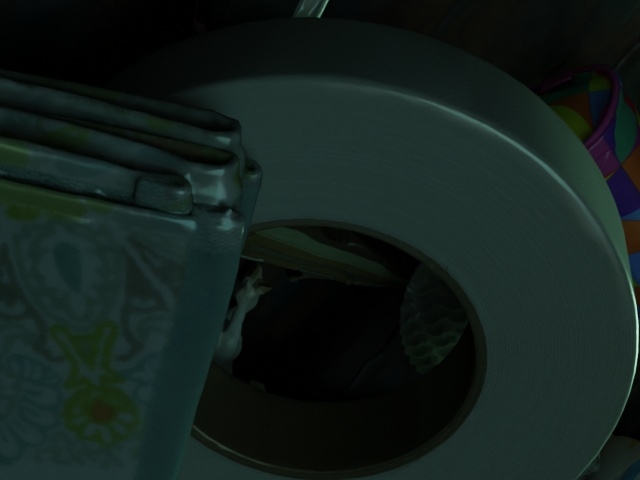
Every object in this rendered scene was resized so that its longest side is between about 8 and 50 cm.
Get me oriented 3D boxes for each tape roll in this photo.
[{"bbox_3d":[-0.003,0.050,0.890,0.391,0.072,0.392,2,127,3],"label":"tape roll"}]

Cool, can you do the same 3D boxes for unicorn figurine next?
[{"bbox_3d":[-0.079,0.065,0.993,0.162,0.060,0.111,24,111,-21],"label":"unicorn figurine"}]

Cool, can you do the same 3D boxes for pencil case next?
[{"bbox_3d":[0.223,-0.030,1.073,0.104,0.104,0.236,-43,131,0],"label":"pencil case"}]

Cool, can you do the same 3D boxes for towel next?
[{"bbox_3d":[-0.223,0.063,0.810,0.320,0.090,0.375,12,124,-9],"label":"towel"}]

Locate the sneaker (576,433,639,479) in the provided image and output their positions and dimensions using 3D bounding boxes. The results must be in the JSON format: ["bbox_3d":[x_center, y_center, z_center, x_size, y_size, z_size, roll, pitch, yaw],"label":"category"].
[{"bbox_3d":[0.234,0.276,1.215,0.087,0.092,0.229,23,83,-51],"label":"sneaker"}]

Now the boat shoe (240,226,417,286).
[{"bbox_3d":[0.000,0.000,0.997,0.190,0.068,0.072,21,132,-36],"label":"boat shoe"}]

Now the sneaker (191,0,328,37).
[{"bbox_3d":[-0.054,-0.192,0.830,0.146,0.105,0.296,24,115,-19],"label":"sneaker"}]

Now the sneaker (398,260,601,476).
[{"bbox_3d":[0.139,0.049,1.050,0.293,0.102,0.146,58,38,-50],"label":"sneaker"}]
